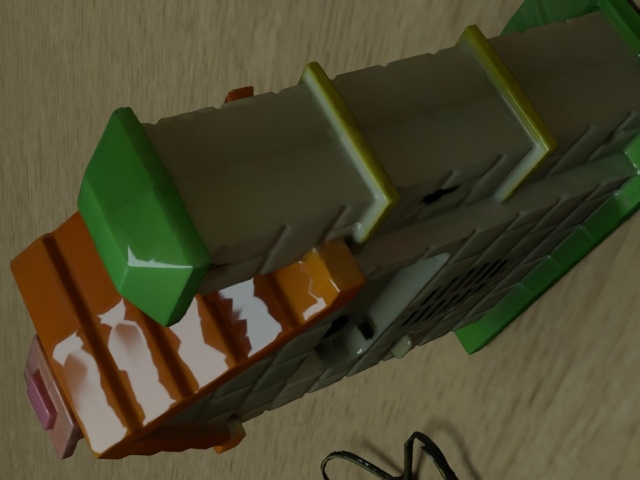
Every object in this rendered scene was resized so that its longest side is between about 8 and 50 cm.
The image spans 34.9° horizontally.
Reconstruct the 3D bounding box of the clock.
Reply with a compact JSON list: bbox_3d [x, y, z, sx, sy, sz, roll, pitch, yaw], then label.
[{"bbox_3d":[0.000,0.000,0.447,0.106,0.255,0.220,61,148,19],"label":"clock"}]

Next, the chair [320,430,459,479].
[{"bbox_3d":[0.052,0.307,0.643,0.325,0.170,0.160,62,152,4],"label":"chair"}]
